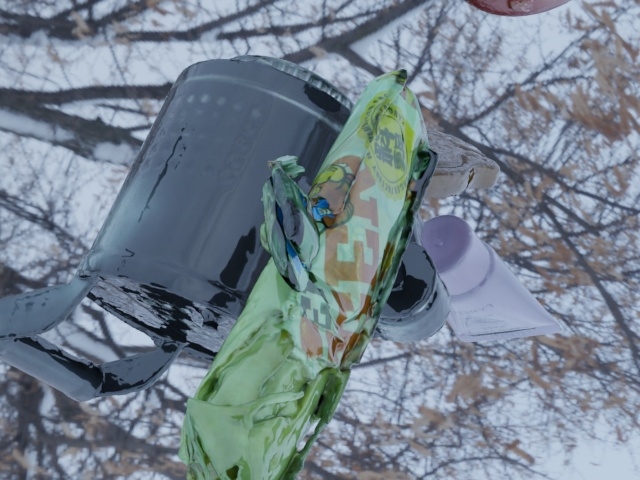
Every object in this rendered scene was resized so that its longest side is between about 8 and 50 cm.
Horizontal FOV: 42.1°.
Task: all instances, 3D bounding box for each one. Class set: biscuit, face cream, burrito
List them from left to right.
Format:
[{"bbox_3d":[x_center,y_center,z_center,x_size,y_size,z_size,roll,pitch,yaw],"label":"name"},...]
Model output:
[{"bbox_3d":[0.000,0.000,0.385,0.054,0.104,0.288,2,-137,25],"label":"burrito"},{"bbox_3d":[0.071,-0.115,0.991,0.273,0.257,0.049,32,-62,42],"label":"biscuit"},{"bbox_3d":[0.212,0.072,1.127,0.154,0.274,0.096,-13,-127,28],"label":"face cream"}]

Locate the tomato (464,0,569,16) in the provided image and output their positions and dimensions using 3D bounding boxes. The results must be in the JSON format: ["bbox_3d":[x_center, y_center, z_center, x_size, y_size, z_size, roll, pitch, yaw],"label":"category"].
[{"bbox_3d":[0.145,-0.247,0.578,0.167,0.167,0.167,-16,-115,37],"label":"tomato"}]

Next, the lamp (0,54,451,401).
[{"bbox_3d":[-0.078,-0.021,0.720,0.374,0.205,0.272,-8,-121,19],"label":"lamp"}]
